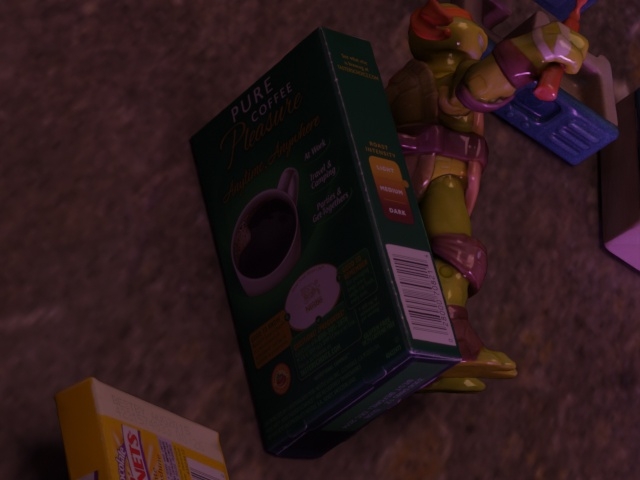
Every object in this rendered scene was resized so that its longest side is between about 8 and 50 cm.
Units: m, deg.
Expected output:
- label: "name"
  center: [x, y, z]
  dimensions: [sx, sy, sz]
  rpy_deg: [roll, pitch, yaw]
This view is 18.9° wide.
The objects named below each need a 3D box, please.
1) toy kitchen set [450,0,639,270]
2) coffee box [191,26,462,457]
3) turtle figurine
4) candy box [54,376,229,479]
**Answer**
- label: "toy kitchen set"
  center: [0.194, -0.102, 1.178]
  dimensions: [0.207, 0.166, 0.122]
  rpy_deg: [30, 43, -26]
- label: "coffee box"
  center: [0.000, 0.000, 0.944]
  dimensions: [0.040, 0.113, 0.184]
  rpy_deg: [9, 54, -40]
- label: "turtle figurine"
  center: [0.064, -0.037, 0.972]
  dimensions: [0.087, 0.269, 0.217]
  rpy_deg: [8, 75, -22]
- label: "candy box"
  center: [-0.057, 0.165, 0.802]
  dimensions: [0.105, 0.027, 0.206]
  rpy_deg: [30, 39, -54]
